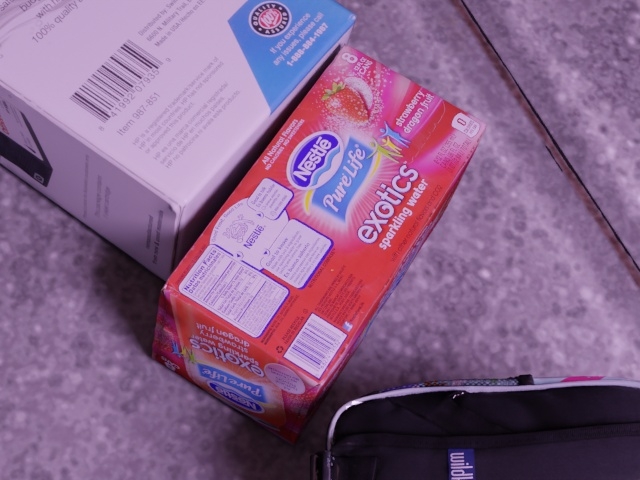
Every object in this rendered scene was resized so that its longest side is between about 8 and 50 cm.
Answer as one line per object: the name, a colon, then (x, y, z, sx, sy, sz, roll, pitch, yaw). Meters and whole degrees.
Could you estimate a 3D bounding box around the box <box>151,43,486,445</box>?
box: (0.000, 0.000, 0.992, 0.128, 0.122, 0.257, 31, 60, 6)

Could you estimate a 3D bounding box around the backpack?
backpack: (0.140, 0.203, 0.851, 0.254, 0.191, 0.225, -9, 60, 15)

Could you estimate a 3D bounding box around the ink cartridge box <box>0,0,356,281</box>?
ink cartridge box: (-0.166, -0.152, 1.040, 0.307, 0.129, 0.223, 35, 61, 9)
